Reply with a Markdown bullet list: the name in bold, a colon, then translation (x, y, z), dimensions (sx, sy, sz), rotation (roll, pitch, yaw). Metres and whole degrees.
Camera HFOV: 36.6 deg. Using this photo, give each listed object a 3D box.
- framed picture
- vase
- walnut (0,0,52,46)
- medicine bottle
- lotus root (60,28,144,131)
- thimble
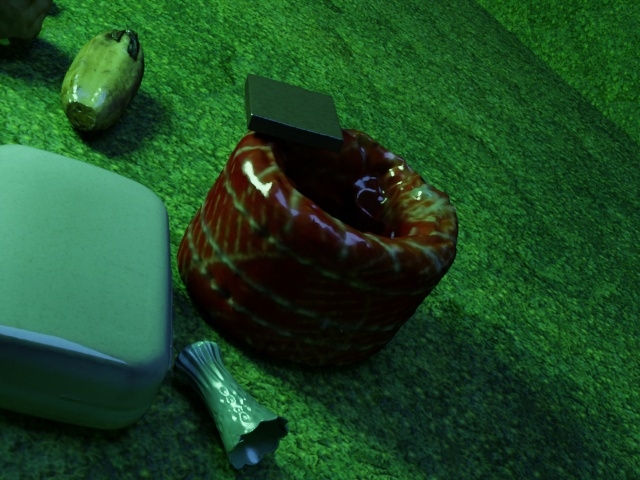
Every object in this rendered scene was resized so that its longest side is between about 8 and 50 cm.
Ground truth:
- **framed picture**: translation (-0.039, -0.176, 1.321), dimensions (0.128, 0.023, 0.168), rotation (14, 26, -13)
- **vase**: translation (-0.110, 0.181, 1.108), dimensions (0.081, 0.081, 0.148), rotation (-3, 39, -45)
- **walnut**: translation (-0.522, -0.389, 1.491), dimensions (0.238, 0.204, 0.141), rotation (7, 51, -36)
- **medicine bottle**: translation (-0.296, 0.039, 1.101), dimensions (0.282, 0.123, 0.375), rotation (17, 33, -20)
- **lotus root**: translation (-0.348, -0.252, 1.537), dimensions (0.110, 0.097, 0.258), rotation (19, 38, -6)
- **thimble**: translation (0.000, 0.000, 1.328), dimensions (0.350, 0.230, 0.350), rotation (22, 32, -14)
